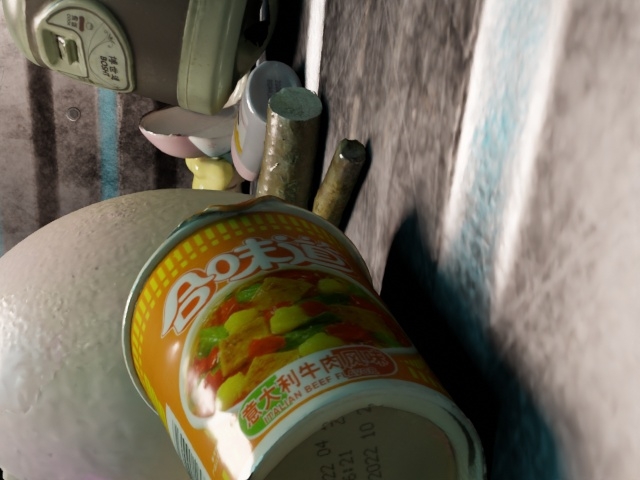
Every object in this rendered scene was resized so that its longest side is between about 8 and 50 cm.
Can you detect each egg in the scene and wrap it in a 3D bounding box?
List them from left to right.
[{"bbox_3d":[-0.206,0.120,0.813,0.354,0.340,0.354,180,90,-82],"label":"egg"}]

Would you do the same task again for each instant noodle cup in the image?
[{"bbox_3d":[-0.011,0.081,0.400,0.185,0.169,0.168,-137,47,-62],"label":"instant noodle cup"}]

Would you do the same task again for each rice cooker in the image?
[{"bbox_3d":[-0.179,-0.289,0.856,0.288,0.277,0.288,-164,90,-84],"label":"rice cooker"}]

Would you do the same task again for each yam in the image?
[{"bbox_3d":[-0.029,-0.067,0.693,0.054,0.054,0.132,-105,20,-51],"label":"yam"},{"bbox_3d":[0.000,-0.001,0.619,0.029,0.027,0.234,51,153,19],"label":"yam"}]

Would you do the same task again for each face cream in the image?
[{"bbox_3d":[-0.063,-0.125,0.834,0.198,0.057,0.084,140,129,-74],"label":"face cream"}]

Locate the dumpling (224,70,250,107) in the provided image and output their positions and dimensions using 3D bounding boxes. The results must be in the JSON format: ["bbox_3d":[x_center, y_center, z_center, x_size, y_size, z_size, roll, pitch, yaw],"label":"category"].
[{"bbox_3d":[-0.149,-0.284,1.119,0.151,0.124,0.229,45,124,15],"label":"dumpling"}]

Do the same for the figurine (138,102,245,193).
[{"bbox_3d":[-0.200,-0.026,1.170,0.284,0.207,0.315,-90,1,-62],"label":"figurine"}]
